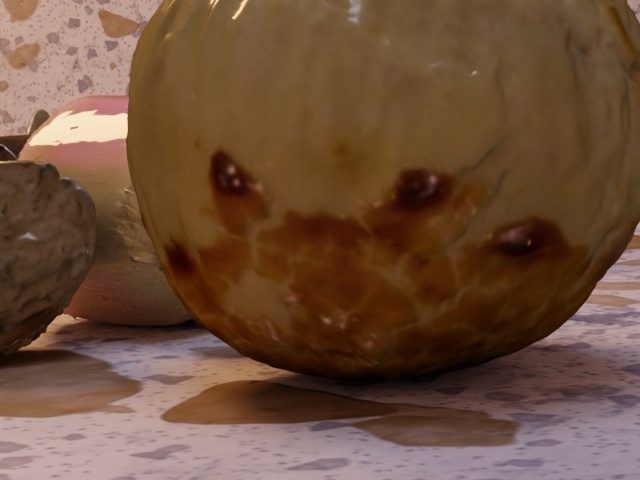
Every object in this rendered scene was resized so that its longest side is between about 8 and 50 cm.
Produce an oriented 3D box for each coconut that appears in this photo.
[{"bbox_3d":[-0.175,-0.025,1.362,0.245,0.233,0.233,2,7,38],"label":"coconut"}]

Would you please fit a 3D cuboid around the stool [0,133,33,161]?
[{"bbox_3d":[-0.328,-0.045,1.787,0.179,0.179,0.264,1,6,31],"label":"stool"}]

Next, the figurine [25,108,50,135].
[{"bbox_3d":[-0.499,-0.064,1.970,0.332,0.204,0.185,-7,1,-12],"label":"figurine"}]

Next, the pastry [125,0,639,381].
[{"bbox_3d":[0.047,-0.056,1.046,0.388,0.312,0.388,9,2,0],"label":"pastry"}]

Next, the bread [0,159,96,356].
[{"bbox_3d":[-0.357,0.017,1.188,0.314,0.171,0.192,-4,3,-27],"label":"bread"}]
